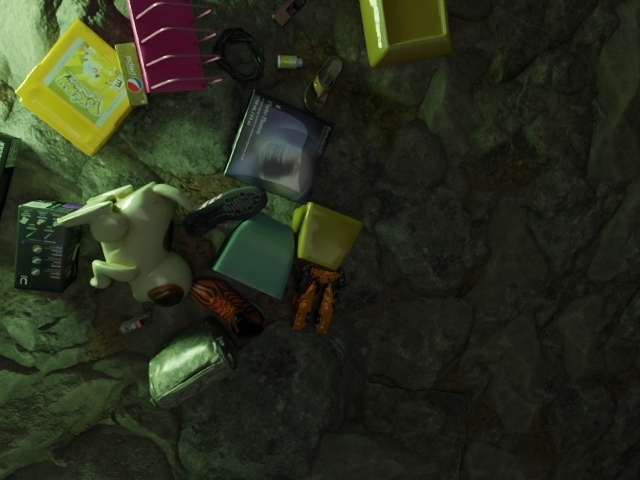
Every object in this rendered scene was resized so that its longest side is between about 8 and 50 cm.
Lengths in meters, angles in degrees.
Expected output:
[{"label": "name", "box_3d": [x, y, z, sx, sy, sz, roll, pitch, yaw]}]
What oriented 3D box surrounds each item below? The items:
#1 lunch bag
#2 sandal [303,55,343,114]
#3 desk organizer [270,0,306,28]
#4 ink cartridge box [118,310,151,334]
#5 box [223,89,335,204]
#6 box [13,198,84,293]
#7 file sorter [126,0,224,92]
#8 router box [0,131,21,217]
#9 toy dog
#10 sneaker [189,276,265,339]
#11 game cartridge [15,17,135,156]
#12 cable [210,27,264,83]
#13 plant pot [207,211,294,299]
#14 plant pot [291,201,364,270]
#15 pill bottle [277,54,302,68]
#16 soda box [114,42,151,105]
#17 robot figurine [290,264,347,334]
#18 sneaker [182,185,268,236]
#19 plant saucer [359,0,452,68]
[{"label": "lunch bag", "box_3d": [-0.452, 0.447, 1.565, 0.305, 0.256, 0.213, -31, 107, -4]}, {"label": "sandal", "box_3d": [0.015, -0.555, 1.539, 0.090, 0.060, 0.219, 33, 94, -17]}, {"label": "desk organizer", "box_3d": [-0.104, -0.787, 1.469, 0.130, 0.047, 0.050, -45, 110, 1]}, {"label": "ink cartridge box", "box_3d": [-0.669, 0.299, 1.584, 0.115, 0.063, 0.029, -23, 105, -6]}, {"label": "box", "box_3d": [-0.146, -0.317, 1.498, 0.293, 0.183, 0.296, 19, 98, -17]}, {"label": "box", "box_3d": [-0.884, 0.015, 1.419, 0.143, 0.165, 0.271, 8, 100, -14]}, {"label": "file sorter", "box_3d": [-0.431, -0.620, 1.326, 0.202, 0.182, 0.291, -20, 109, -40]}, {"label": "router box", "box_3d": [-1.121, -0.218, 1.359, 0.242, 0.081, 0.309, 18, 98, -15]}, {"label": "toy dog", "box_3d": [-0.574, 0.026, 1.446, 0.395, 0.284, 0.408, -20, 112, -5]}, {"label": "sneaker", "box_3d": [-0.334, 0.247, 1.584, 0.321, 0.180, 0.125, 29, 95, -17]}, {"label": "game cartridge", "box_3d": [-0.754, -0.483, 1.394, 0.285, 0.052, 0.324, 40, 90, -17]}, {"label": "cable", "box_3d": [-0.267, -0.625, 1.476, 0.184, 0.047, 0.151, 36, 88, -15]}, {"label": "plant pot", "box_3d": [-0.225, 0.039, 1.536, 0.247, 0.247, 0.252, 27, 79, -17]}, {"label": "plant pot", "box_3d": [0.000, 0.000, 1.559, 0.212, 0.212, 0.187, 20, 79, -16]}, {"label": "pill bottle", "box_3d": [-0.107, -0.619, 1.507, 0.083, 0.043, 0.044, -2, 103, -12]}, {"label": "soda box", "box_3d": [-0.589, -0.519, 1.367, 0.061, 0.058, 0.181, -11, 105, -10]}, {"label": "robot figurine", "box_3d": [-0.017, 0.215, 1.697, 0.211, 0.085, 0.291, 12, 100, -15]}, {"label": "sneaker", "box_3d": [-0.318, -0.119, 1.487, 0.318, 0.131, 0.112, -18, 112, 15]}, {"label": "plant saucer", "box_3d": [0.316, -0.816, 1.537, 0.332, 0.081, 0.333, -14, 105, -9]}]
